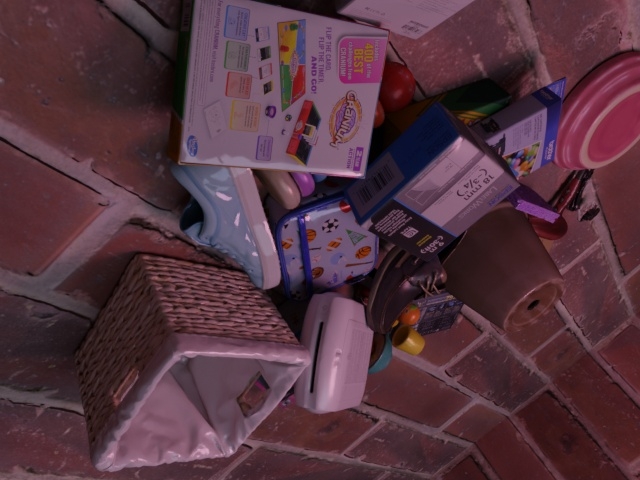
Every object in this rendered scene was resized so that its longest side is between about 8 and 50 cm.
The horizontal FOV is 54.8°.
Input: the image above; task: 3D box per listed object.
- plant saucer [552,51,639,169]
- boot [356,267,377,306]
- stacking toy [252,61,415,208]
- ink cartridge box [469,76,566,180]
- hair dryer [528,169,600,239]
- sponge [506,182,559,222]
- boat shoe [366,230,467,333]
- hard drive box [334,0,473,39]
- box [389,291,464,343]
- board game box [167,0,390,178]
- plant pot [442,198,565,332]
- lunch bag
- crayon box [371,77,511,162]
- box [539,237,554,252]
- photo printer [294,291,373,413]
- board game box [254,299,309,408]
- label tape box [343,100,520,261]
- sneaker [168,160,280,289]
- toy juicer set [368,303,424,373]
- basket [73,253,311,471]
[{"bbox_3d":[0.727,-0.305,1.555,0.332,0.084,0.332,-21,140,-19],"label":"plant saucer"},{"bbox_3d":[0.107,0.158,1.576,0.176,0.088,0.244,-42,146,11],"label":"boot"},{"bbox_3d":[0.030,-0.204,1.105,0.330,0.141,0.141,-38,143,-8],"label":"stacking toy"},{"bbox_3d":[0.401,-0.198,1.306,0.311,0.065,0.186,-31,143,-9],"label":"ink cartridge box"},{"bbox_3d":[0.680,-0.103,1.768,0.293,0.080,0.224,-31,128,-16],"label":"hair dryer"},{"bbox_3d":[0.521,-0.109,1.578,0.210,0.117,0.031,12,125,-44],"label":"sponge"},{"bbox_3d":[0.228,0.063,1.424,0.355,0.130,0.132,-59,150,-14],"label":"boat shoe"},{"bbox_3d":[0.156,-0.406,0.903,0.181,0.089,0.232,2,166,-39],"label":"hard drive box"},{"bbox_3d":[0.311,0.199,1.795,0.232,0.059,0.183,-9,136,-29],"label":"box"},{"bbox_3d":[-0.059,-0.226,0.939,0.316,0.064,0.242,2,105,-29],"label":"board game box"},{"bbox_3d":[0.462,0.071,1.595,0.323,0.280,0.323,-21,139,-19],"label":"plant pot"},{"bbox_3d":[0.000,0.000,1.301,0.243,0.115,0.303,-21,140,-15],"label":"lunch bag"},{"bbox_3d":[0.234,-0.194,1.295,0.318,0.081,0.202,-22,141,-17],"label":"crayon box"},{"bbox_3d":[0.654,0.039,1.920,0.164,0.021,0.201,-20,139,-20],"label":"box"},{"bbox_3d":[0.032,0.249,1.365,0.307,0.107,0.256,34,64,-71],"label":"photo printer"},{"bbox_3d":[-0.076,0.288,1.565,0.224,0.097,0.303,-34,143,-3],"label":"board game box"},{"bbox_3d":[0.244,-0.083,1.190,0.240,0.106,0.333,-43,137,22],"label":"label tape box"},{"bbox_3d":[-0.176,-0.033,1.128,0.150,0.135,0.366,-20,132,-7],"label":"sneaker"},{"bbox_3d":[0.141,0.275,1.674,0.089,0.209,0.329,34,125,-19],"label":"toy juicer set"},{"bbox_3d":[-0.268,0.239,1.222,0.331,0.266,0.328,13,122,-46],"label":"basket"}]
